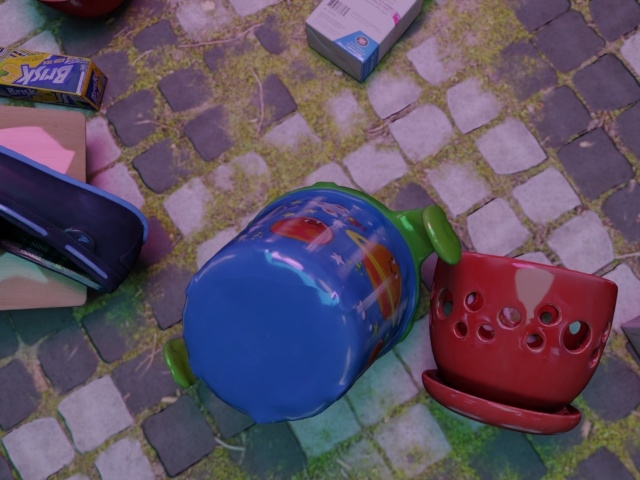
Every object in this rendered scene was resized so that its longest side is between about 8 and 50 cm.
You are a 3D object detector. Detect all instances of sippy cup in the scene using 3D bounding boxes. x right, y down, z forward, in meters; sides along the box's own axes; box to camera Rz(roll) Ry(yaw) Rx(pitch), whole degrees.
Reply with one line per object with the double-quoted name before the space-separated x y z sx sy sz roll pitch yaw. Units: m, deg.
"sippy cup" -0.020 0.065 0.520 0.240 0.224 0.305 28 107 10

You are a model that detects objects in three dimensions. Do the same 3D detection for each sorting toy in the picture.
"sorting toy" -0.436 -0.036 0.624 0.257 0.089 0.255 -1 81 -23

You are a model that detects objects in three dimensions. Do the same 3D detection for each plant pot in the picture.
"plant pot" 0.214 0.111 0.555 0.191 0.191 0.174 10 86 5

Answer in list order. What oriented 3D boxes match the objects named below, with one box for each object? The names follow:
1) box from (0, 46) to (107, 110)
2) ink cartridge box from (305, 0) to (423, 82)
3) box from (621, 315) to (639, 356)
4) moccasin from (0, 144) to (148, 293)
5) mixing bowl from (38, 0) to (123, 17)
"box" -0.405 -0.235 0.714 0.169 0.054 0.059 9 81 4
"ink cartridge box" 0.075 -0.331 0.702 0.104 0.061 0.181 39 85 8
"box" 0.471 0.147 0.538 0.119 0.182 0.180 -27 80 -1
"moccasin" -0.364 -0.036 0.526 0.342 0.138 0.116 19 62 -18
"mixing bowl" -0.346 -0.399 0.717 0.182 0.098 0.181 0 81 2
